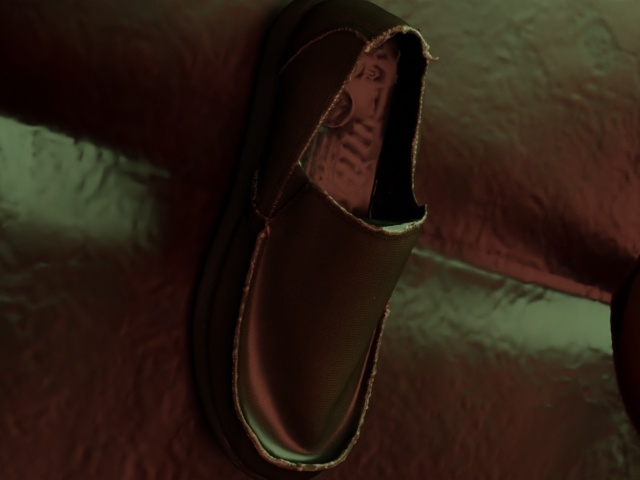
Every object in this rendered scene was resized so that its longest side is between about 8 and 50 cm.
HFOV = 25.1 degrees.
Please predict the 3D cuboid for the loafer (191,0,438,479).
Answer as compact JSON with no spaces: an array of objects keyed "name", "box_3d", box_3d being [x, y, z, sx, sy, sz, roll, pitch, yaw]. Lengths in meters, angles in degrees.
[{"name":"loafer","box_3d":[0.000,0.000,0.612,0.080,0.078,0.220,5,92,-28]}]
